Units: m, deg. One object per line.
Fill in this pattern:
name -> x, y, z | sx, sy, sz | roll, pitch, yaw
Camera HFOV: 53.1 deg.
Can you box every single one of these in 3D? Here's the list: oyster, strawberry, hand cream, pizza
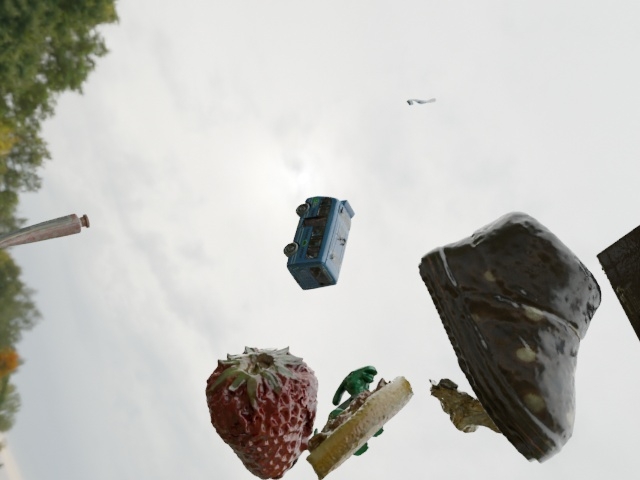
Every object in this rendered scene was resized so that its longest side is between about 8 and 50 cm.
oyster -> 0.322, 0.374, 1.410 | 0.191, 0.081, 0.163 | 9, -33, 39
strawberry -> -0.092, 0.317, 1.129 | 0.205, 0.205, 0.245 | 20, -56, 50
hand cream -> -0.580, -0.015, 1.308 | 0.067, 0.209, 0.043 | 23, -56, 52
pizza -> 0.033, 0.218, 0.737 | 0.046, 0.175, 0.134 | 47, -52, 16

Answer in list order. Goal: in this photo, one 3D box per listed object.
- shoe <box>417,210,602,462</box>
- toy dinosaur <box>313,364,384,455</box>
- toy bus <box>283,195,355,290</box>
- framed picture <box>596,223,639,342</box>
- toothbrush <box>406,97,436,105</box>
shoe -> 0.319, 0.127, 0.983 | 0.171, 0.237, 0.384 | 49, 16, -46
toy dinosaur -> 0.035, 0.230, 0.854 | 0.132, 0.059, 0.096 | -47, -151, 19
toy bus -> 0.000, 0.000, 1.643 | 0.134, 0.246, 0.113 | -7, -44, 27
framed picture -> 0.645, 0.073, 1.139 | 0.339, 0.014, 0.255 | 114, -40, -63
toothbrush -> 0.250, -0.344, 1.574 | 0.014, 0.162, 0.017 | -34, -96, 35
